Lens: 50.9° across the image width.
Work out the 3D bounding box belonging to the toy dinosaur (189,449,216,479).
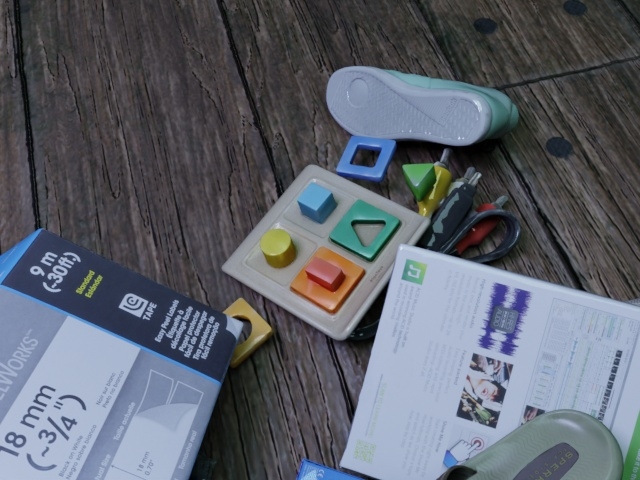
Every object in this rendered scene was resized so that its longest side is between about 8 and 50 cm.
[{"bbox_3d":[-0.111,0.314,0.594,0.118,0.064,0.268,-42,47,10],"label":"toy dinosaur"}]

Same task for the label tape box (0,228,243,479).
[{"bbox_3d":[-0.265,0.119,0.606,0.334,0.106,0.240,27,41,-10],"label":"label tape box"}]

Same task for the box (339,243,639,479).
[{"bbox_3d":[0.202,0.154,0.647,0.322,0.058,0.232,16,93,12],"label":"box"}]

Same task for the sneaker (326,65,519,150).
[{"bbox_3d":[0.138,-0.177,0.913,0.256,0.094,0.151,22,21,35],"label":"sneaker"}]

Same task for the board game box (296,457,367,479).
[{"bbox_3d":[0.057,0.315,0.621,0.210,0.047,0.160,16,60,9],"label":"board game box"}]

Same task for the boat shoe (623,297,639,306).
[{"bbox_3d":[0.416,0.137,0.684,0.355,0.132,0.130,1,59,2],"label":"boat shoe"}]

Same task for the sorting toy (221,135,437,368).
[{"bbox_3d":[0.000,0.000,0.777,0.196,0.047,0.347,26,68,30],"label":"sorting toy"}]

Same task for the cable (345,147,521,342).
[{"bbox_3d":[0.130,0.025,0.811,0.139,0.072,0.287,39,77,2],"label":"cable"}]

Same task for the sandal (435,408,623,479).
[{"bbox_3d":[0.116,0.231,0.538,0.303,0.086,0.120,-38,48,-16],"label":"sandal"}]
